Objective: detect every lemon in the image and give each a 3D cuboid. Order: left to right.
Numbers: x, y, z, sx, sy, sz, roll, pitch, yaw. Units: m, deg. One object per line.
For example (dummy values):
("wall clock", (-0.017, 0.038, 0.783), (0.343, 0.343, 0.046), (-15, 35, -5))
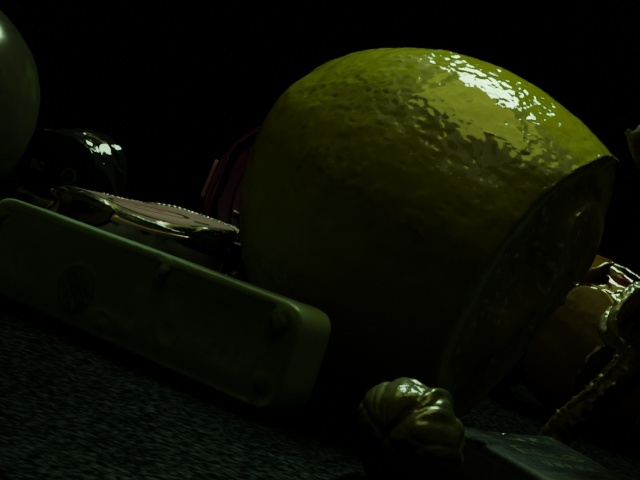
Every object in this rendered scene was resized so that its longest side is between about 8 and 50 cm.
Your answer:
("lemon", (0.075, -0.024, 1.412), (0.364, 0.364, 0.364), (17, 3, -1))

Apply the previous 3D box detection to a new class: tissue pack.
("tissue pack", (0.167, 0.182, 1.092), (0.112, 0.051, 0.156), (14, 4, -31))

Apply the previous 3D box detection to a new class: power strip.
("power strip", (-0.163, 0.048, 1.300), (0.385, 0.091, 0.062), (19, 1, 34))

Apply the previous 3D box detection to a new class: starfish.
("starfish", (0.267, 0.045, 1.264), (0.094, 0.327, 0.375), (18, -37, 7))

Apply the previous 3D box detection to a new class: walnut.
("walnut", (0.062, 0.137, 1.040), (0.092, 0.092, 0.092), (17, 3, -1))
("walnut", (0.330, 0.126, 1.757), (0.297, 0.203, 0.203), (27, 8, 35))

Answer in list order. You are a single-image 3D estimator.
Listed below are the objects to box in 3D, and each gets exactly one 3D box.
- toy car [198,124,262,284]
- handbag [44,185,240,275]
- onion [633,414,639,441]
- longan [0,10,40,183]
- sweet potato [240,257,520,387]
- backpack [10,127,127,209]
("toy car", (0.000, 0.000, 1.993), (0.340, 0.271, 0.240), (20, -17, 5))
("handbag", (-0.192, 0.016, 1.474), (0.205, 0.116, 0.179), (16, 3, -11))
("onion", (0.366, 0.154, 1.266), (0.195, 0.272, 0.272), (-20, -6, 13))
("longan", (-0.482, -0.159, 1.650), (0.350, 0.289, 0.288), (6, 8, -31))
("sweet potato", (0.098, 0.094, 1.786), (0.422, 0.131, 0.130), (24, 0, -24))
("backpack", (-0.274, -0.038, 1.595), (0.120, 0.165, 0.106), (14, 11, 28))
